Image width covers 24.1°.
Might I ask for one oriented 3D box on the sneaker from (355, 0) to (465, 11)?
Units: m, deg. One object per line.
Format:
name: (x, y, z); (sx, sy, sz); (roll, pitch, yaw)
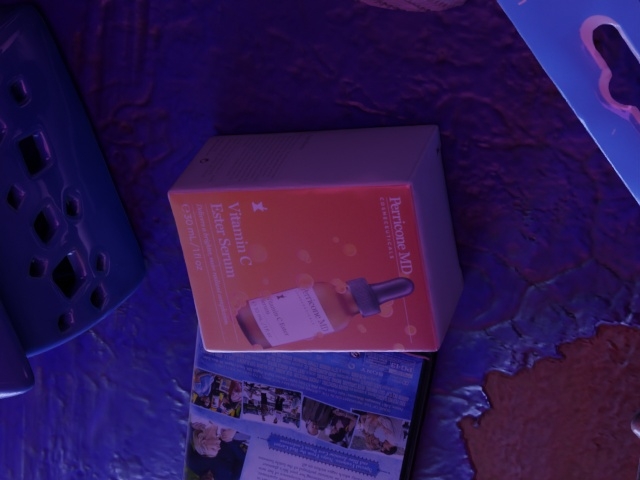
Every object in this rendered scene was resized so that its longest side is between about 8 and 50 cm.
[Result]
sneaker: (-0.010, -0.267, 0.858); (0.321, 0.180, 0.124); (29, 164, -37)

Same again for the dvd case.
dvd case: (-0.016, 0.164, 1.165); (0.180, 0.022, 0.253); (14, 121, 9)

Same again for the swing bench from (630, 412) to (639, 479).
swing bench: (0.316, 0.260, 0.974); (0.165, 0.253, 0.255); (-21, 110, 27)

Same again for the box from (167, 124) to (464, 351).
box: (0.000, 0.000, 1.025); (0.170, 0.091, 0.130); (-2, 118, 19)

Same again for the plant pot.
plant pot: (-0.291, -0.003, 1.046); (0.235, 0.212, 0.236); (-11, 114, 22)

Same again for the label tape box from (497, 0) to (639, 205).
label tape box: (0.292, -0.169, 0.825); (0.347, 0.115, 0.249); (-29, 107, 31)
